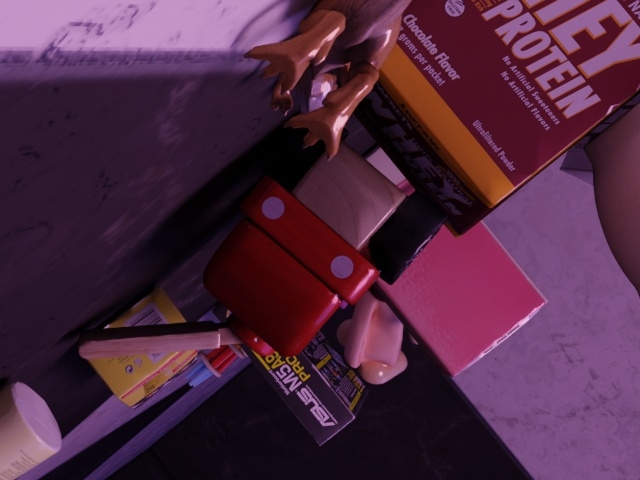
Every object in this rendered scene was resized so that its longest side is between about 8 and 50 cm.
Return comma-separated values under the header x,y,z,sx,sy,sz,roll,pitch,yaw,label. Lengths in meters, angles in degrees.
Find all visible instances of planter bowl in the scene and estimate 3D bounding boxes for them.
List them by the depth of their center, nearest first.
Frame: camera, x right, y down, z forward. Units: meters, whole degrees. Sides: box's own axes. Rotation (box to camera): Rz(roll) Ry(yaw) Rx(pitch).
x,y,z,sx,sy,sz,roll,pitch,yaw,label
0.232,-0.047,0.682,0.162,0.109,0.162,-39,176,-3,planter bowl

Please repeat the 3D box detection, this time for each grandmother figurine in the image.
x,y,z,sx,sy,sz,roll,pitch,yaw,label
0.086,0.054,1.497,0.104,0.208,0.342,-27,143,-25,grandmother figurine

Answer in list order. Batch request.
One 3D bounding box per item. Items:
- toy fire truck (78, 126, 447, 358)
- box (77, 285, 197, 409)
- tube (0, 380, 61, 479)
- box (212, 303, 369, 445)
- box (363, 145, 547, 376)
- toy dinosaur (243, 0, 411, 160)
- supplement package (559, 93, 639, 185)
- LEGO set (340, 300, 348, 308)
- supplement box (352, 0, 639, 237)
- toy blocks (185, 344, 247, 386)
x,y,z,sx,sy,sz,roll,pitch,yaw,label
-0.051,0.032,0.804,0.246,0.158,0.217,-49,176,-2,toy fire truck
-0.158,0.102,1.002,0.087,0.058,0.232,-37,175,-12,box
-0.302,0.190,0.799,0.240,0.062,0.070,-34,132,2,tube
-0.032,0.151,1.478,0.060,0.216,0.270,-39,176,5,box
0.110,0.015,1.174,0.127,0.232,0.148,-39,175,-2,box
0.021,-0.106,0.521,0.211,0.064,0.112,-30,-157,56,toy dinosaur
0.357,-0.130,0.884,0.262,0.199,0.198,-64,-174,3,supplement package
0.068,0.035,1.900,0.227,0.087,0.093,-34,158,-45,LEGO set
0.132,-0.117,0.733,0.191,0.129,0.194,-38,175,-3,supplement box
-0.156,0.189,1.862,0.148,0.054,0.123,-39,175,1,toy blocks
